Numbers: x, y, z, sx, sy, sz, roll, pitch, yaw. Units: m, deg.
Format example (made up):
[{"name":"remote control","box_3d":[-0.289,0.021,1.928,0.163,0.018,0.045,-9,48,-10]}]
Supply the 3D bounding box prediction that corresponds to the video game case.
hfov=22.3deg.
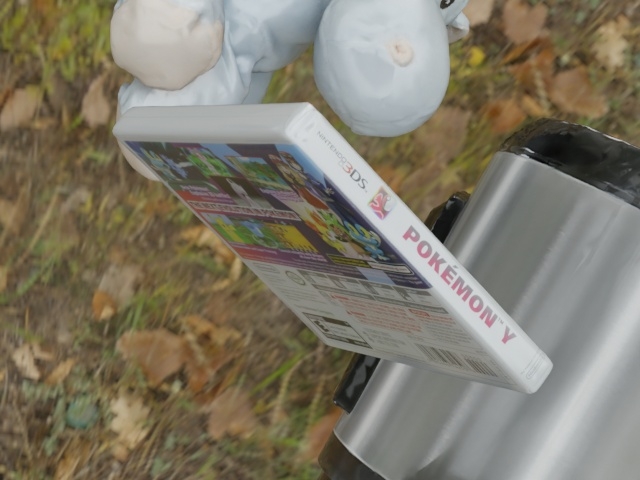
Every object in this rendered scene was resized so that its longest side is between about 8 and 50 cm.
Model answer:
[{"name":"video game case","box_3d":[0.000,0.000,0.812,0.183,0.201,0.023,46,73,-24]}]

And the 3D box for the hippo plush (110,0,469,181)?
[{"name":"hippo plush","box_3d":[-0.010,-0.158,1.190,0.237,0.234,0.294,7,56,4]}]

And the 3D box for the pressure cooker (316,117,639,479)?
[{"name":"pressure cooker","box_3d":[0.194,0.166,1.155,0.370,0.375,0.420,29,91,-15]}]
